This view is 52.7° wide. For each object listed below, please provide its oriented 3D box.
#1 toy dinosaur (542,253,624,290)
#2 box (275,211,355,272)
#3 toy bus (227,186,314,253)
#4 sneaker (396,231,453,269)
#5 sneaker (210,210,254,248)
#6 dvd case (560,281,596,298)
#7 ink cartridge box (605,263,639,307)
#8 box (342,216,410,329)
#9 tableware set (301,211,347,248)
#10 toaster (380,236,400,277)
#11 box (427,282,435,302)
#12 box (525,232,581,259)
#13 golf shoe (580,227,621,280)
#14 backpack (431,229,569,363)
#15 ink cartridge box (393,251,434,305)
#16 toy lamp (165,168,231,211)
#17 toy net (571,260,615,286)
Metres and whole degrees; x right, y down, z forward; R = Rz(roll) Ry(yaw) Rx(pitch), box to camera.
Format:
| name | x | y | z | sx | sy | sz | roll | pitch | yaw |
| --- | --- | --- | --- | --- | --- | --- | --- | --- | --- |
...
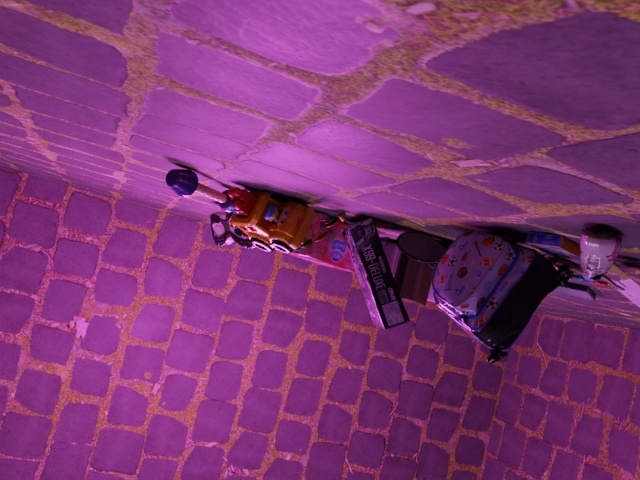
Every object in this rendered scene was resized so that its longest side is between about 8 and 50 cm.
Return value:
| name | x | y | z | sx | sy | sz | roll | pitch | yaw |
| --- | --- | --- | --- | --- | --- | --- | --- | --- | --- |
| toy dinosaur | 0.585 | 0.071 | 1.557 | 0.118 | 0.064 | 0.268 | 3 | -170 | -24 |
| box | 0.000 | 0.000 | 2.075 | 0.154 | 0.142 | 0.300 | 12 | 175 | 31 |
| toy bus | -0.158 | -0.076 | 1.817 | 0.211 | 0.149 | 0.220 | 37 | 160 | -34 |
| sneaker | 0.311 | 0.034 | 1.885 | 0.226 | 0.086 | 0.163 | 14 | 173 | -9 |
| sneaker | -0.254 | -0.070 | 2.369 | 0.182 | 0.158 | 0.410 | -20 | -167 | -32 |
| dvd case | 0.840 | 0.165 | 2.228 | 0.180 | 0.022 | 0.253 | 11 | 175 | 31 |
| ink cartridge box | 0.759 | 0.107 | 1.439 | 0.255 | 0.097 | 0.189 | 41 | -178 | 14 |
| box | 0.153 | 0.099 | 1.871 | 0.077 | 0.307 | 0.242 | -19 | 176 | -3 |
| tableware set | 0.006 | -0.032 | 1.808 | 0.024 | 0.154 | 0.104 | 56 | 180 | -17 |
| toaster | 0.252 | 0.080 | 2.233 | 0.129 | 0.146 | 0.227 | 11 | 174 | 23 |
| box | 0.521 | 0.169 | 2.345 | 0.345 | 0.168 | 0.215 | 12 | 175 | 27 |
| box | 0.506 | 0.011 | 1.399 | 0.136 | 0.028 | 0.081 | 16 | 175 | -41 |
| golf shoe | 0.522 | 0.028 | 1.209 | 0.068 | 0.085 | 0.186 | 13 | 174 | 30 |
| backpack | 0.382 | 0.103 | 1.509 | 0.213 | 0.276 | 0.263 | 42 | 177 | -16 |
| ink cartridge box | 0.303 | 0.104 | 2.074 | 0.088 | 0.193 | 0.235 | 12 | 174 | 19 |
| toy lamp | -0.330 | -0.140 | 1.818 | 0.080 | 0.080 | 0.275 | 12 | 175 | 29 |
| toy net | 0.669 | 0.083 | 1.676 | 0.122 | 0.045 | 0.232 | 14 | 177 | -18 |
